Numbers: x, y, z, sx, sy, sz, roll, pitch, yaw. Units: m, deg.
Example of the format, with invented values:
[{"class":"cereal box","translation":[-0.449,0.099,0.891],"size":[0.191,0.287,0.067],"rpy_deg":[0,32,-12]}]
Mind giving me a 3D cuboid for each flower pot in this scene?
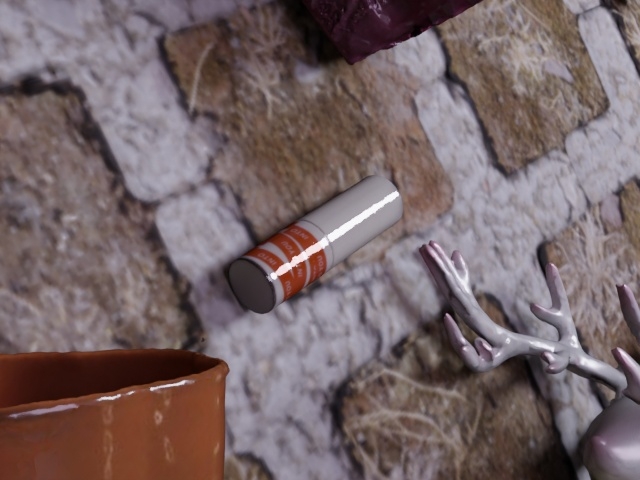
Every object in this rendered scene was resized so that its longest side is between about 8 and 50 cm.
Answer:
[{"class":"flower pot","translation":[-0.130,0.139,0.433],"size":[0.190,0.190,0.173],"rpy_deg":[-2,91,-40]}]

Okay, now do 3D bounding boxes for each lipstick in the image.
[{"class":"lipstick","translation":[0.000,0.000,0.659],"size":[0.130,0.038,0.038],"rpy_deg":[-33,99,-40]}]

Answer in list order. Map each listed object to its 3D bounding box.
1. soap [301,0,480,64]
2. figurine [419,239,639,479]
[{"class":"soap","translation":[0.025,-0.291,0.656],"size":[0.325,0.220,0.127],"rpy_deg":[58,42,-9]},{"class":"figurine","translation":[0.193,0.154,0.675],"size":[0.284,0.206,0.316],"rpy_deg":[43,49,-35]}]
